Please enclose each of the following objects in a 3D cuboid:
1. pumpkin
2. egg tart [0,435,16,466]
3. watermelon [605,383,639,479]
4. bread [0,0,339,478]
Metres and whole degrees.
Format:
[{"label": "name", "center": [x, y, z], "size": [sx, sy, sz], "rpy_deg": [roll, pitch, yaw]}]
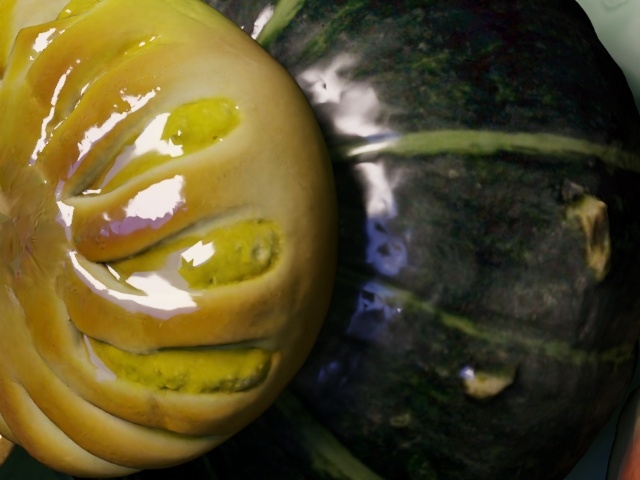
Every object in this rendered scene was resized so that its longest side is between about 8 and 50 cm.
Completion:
[{"label": "pumpkin", "center": [0.000, 0.000, 0.869], "size": [0.323, 0.241, 0.323], "rpy_deg": [-1, 88, 35]}, {"label": "egg tart", "center": [-0.293, 0.054, 1.053], "size": [0.352, 0.150, 0.352], "rpy_deg": [-6, 62, 11]}, {"label": "watermelon", "center": [0.187, 0.219, 0.809], "size": [0.128, 0.159, 0.303], "rpy_deg": [5, 65, -2]}, {"label": "bread", "center": [-0.095, -0.006, 0.727], "size": [0.213, 0.105, 0.213], "rpy_deg": [4, 97, 34]}]
